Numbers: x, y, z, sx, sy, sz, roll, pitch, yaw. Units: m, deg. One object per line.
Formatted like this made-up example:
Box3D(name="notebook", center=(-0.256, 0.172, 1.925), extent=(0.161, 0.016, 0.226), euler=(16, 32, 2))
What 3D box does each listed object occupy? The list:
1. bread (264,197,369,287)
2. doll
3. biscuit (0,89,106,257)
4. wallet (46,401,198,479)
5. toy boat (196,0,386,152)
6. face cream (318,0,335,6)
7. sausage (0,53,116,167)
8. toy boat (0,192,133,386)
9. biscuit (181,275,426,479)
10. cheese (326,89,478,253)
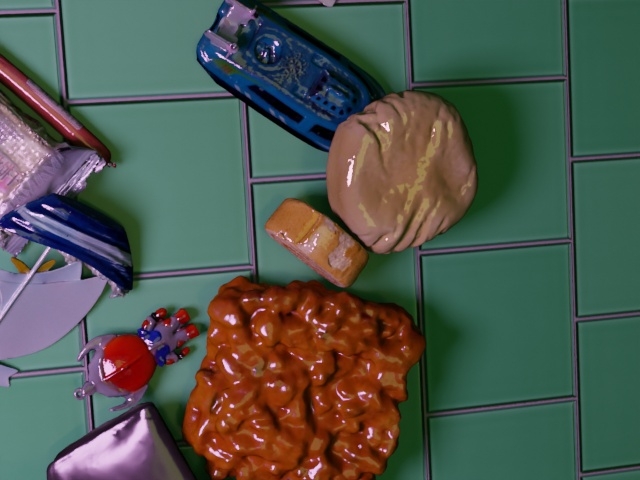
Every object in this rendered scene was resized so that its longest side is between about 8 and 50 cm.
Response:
Box3D(name="bread", center=(0.000, 0.000, 1.581), extent=(0.149, 0.122, 0.073), euler=(39, 83, -14))
Box3D(name="doll", center=(-0.263, 0.165, 1.573), extent=(0.194, 0.062, 0.104), euler=(-34, 120, -15))
Box3D(name="biscuit", center=(-0.459, -0.145, 1.486), extent=(0.186, 0.079, 0.309), euler=(-45, 103, 1))
Box3D(name="wallet", center=(-0.223, 0.427, 1.554), extent=(0.197, 0.051, 0.378), euler=(-31, 90, 6))
Box3D(name="toy boat", center=(-0.027, -0.227, 1.571), extent=(0.298, 0.092, 0.134), euler=(31, 85, -13))
Box3D(name="face cream", center=(0.028, -0.455, 1.582), extent=(0.114, 0.070, 0.224), euler=(32, 100, -13))
Box3D(name="sausage", center=(-0.377, -0.183, 1.524), extent=(0.253, 0.034, 0.034), euler=(43, 86, -12))
Box3D(name="toy boat", center=(-0.384, 0.084, 1.520), extent=(0.220, 0.067, 0.291), euler=(29, 97, -37))
Box3D(name="biscuit", center=(-0.030, 0.215, 1.603), extent=(0.318, 0.110, 0.312), euler=(13, 94, -13))
Box3D(name="cheese", center=(0.110, -0.097, 1.578), extent=(0.214, 0.117, 0.226), euler=(-21, 112, -19))
